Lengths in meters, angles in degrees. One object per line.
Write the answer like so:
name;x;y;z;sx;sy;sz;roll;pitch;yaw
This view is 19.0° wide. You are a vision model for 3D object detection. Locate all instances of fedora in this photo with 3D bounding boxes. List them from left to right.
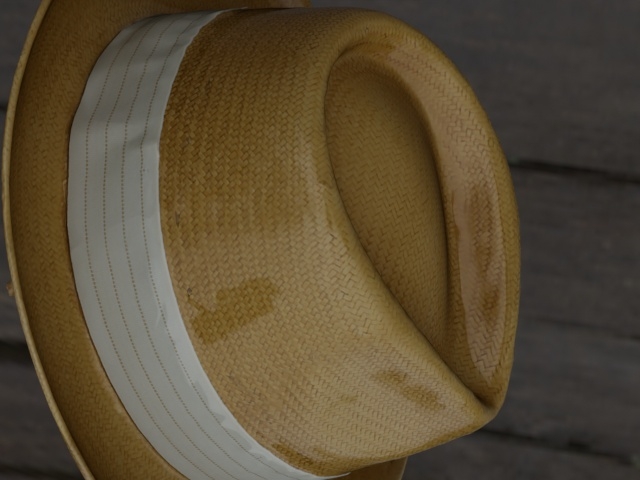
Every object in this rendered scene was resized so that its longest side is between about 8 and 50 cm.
fedora;0.000;0.000;0.509;0.079;0.194;0.194;-8;132;33
